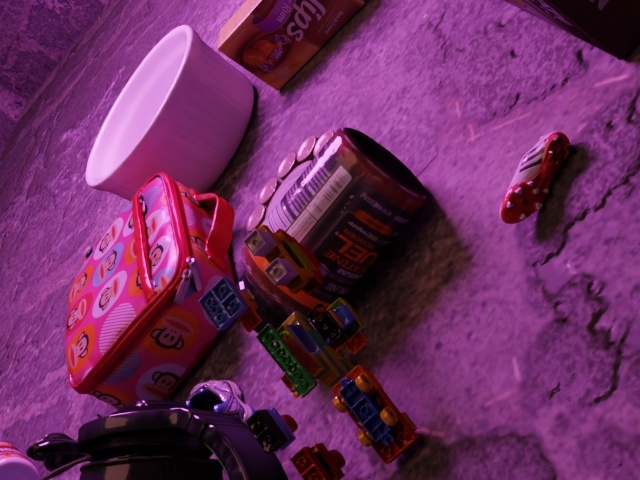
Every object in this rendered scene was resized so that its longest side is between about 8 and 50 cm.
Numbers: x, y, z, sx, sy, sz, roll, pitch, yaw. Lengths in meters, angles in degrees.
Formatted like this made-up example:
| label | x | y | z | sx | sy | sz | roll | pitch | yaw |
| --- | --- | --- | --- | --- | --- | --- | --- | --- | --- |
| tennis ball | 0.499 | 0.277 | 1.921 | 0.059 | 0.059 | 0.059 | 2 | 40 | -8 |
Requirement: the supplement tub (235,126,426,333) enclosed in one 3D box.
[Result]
| label | x | y | z | sx | sy | sz | roll | pitch | yaw |
| --- | --- | --- | --- | --- | --- | --- | --- | --- | --- |
| supplement tub | 0.000 | 0.000 | 0.836 | 0.198 | 0.106 | 0.106 | -51 | 27 | 17 |

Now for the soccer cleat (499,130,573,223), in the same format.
| label | x | y | z | sx | sy | sz | roll | pitch | yaw |
| --- | --- | --- | --- | --- | --- | --- | --- | --- | --- |
| soccer cleat | 0.162 | -0.048 | 0.696 | 0.083 | 0.029 | 0.035 | -57 | 18 | -4 |

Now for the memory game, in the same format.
| label | x | y | z | sx | sy | sz | roll | pitch | yaw |
| --- | --- | --- | --- | --- | --- | --- | --- | --- | --- |
| memory game | -0.031 | -0.046 | 1.039 | 0.186 | 0.012 | 0.186 | -41 | 31 | 32 |

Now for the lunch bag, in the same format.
| label | x | y | z | sx | sy | sz | roll | pitch | yaw |
| --- | --- | --- | --- | --- | --- | --- | --- | --- | --- |
| lunch bag | -0.201 | 0.050 | 1.126 | 0.258 | 0.120 | 0.293 | -47 | 30 | 13 |

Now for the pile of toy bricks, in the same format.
| label | x | y | z | sx | sy | sz | roll | pitch | yaw |
| --- | --- | --- | --- | --- | --- | --- | --- | --- | --- |
| pile of toy bricks | -0.004 | 0.098 | 0.739 | 0.118 | 0.105 | 0.212 | -44 | 67 | 16 |

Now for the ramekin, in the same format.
| label | x | y | z | sx | sy | sz | roll | pitch | yaw |
| --- | --- | --- | --- | --- | --- | --- | --- | --- | --- |
| ramekin | -0.221 | -0.170 | 1.358 | 0.277 | 0.135 | 0.277 | -41 | 32 | 33 |

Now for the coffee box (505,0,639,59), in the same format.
| label | x | y | z | sx | sy | sz | roll | pitch | yaw |
| --- | --- | --- | --- | --- | --- | --- | --- | --- | --- |
| coffee box | 0.168 | -0.282 | 0.772 | 0.119 | 0.168 | 0.297 | -52 | 27 | 13 |

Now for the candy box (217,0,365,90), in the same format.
| label | x | y | z | sx | sy | sz | roll | pitch | yaw |
| --- | --- | --- | --- | --- | --- | --- | --- | --- | --- |
| candy box | -0.040 | -0.299 | 1.213 | 0.187 | 0.109 | 0.053 | -38 | 33 | 34 |

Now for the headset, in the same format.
| label | x | y | z | sx | sy | sz | roll | pitch | yaw |
| --- | --- | --- | --- | --- | --- | --- | --- | --- | --- |
| headset | -0.146 | 0.254 | 0.808 | 0.394 | 0.185 | 0.243 | 15 | 88 | 46 |

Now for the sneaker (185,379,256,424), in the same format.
| label | x | y | z | sx | sy | sz | roll | pitch | yaw |
| --- | --- | --- | --- | --- | --- | --- | --- | --- | --- |
| sneaker | -0.108 | 0.162 | 0.903 | 0.052 | 0.058 | 0.135 | -62 | 26 | -8 |

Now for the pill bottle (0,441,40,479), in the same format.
| label | x | y | z | sx | sy | sz | roll | pitch | yaw |
| --- | --- | --- | --- | --- | --- | --- | --- | --- | --- |
| pill bottle | -0.455 | 0.335 | 1.282 | 0.152 | 0.086 | 0.086 | 2 | 64 | 60 |
